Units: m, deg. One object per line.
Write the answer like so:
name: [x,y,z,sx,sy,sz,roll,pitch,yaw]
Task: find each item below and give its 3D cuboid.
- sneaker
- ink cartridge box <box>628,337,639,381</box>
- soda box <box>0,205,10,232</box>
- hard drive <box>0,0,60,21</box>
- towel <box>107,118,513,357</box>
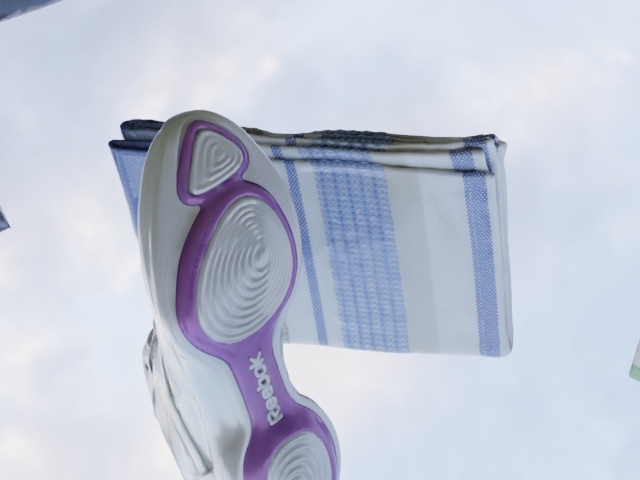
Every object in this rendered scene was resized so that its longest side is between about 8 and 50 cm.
sneaker: [-0.082,0.059,1.007,0.114,0.305,0.152,-25,-153,-34]
ink cartridge box: [0.409,0.063,1.450,0.171,0.235,0.056,25,-143,21]
soda box: [-0.197,-0.050,0.679,0.053,0.169,0.060,-28,-116,-5]
hard drive: [-0.230,-0.226,1.107,0.254,0.054,0.172,-14,-135,17]
towel: [0.000,0.000,1.103,0.285,0.209,0.034,3,-137,16]
